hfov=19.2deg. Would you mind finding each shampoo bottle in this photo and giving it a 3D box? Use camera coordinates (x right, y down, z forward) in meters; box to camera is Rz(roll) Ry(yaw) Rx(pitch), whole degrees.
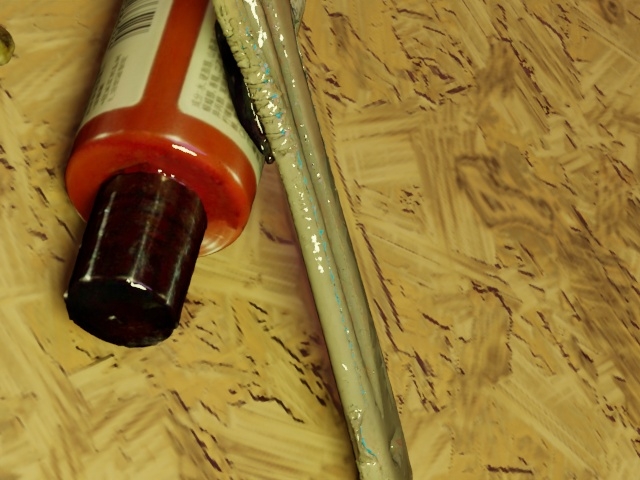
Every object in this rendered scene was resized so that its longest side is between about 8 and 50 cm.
[{"bbox_3d":[-0.079,-0.065,1.055,0.104,0.104,0.278,29,49,-19],"label":"shampoo bottle"}]

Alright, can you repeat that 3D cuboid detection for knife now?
[{"bbox_3d":[-0.006,0.000,1.019,0.089,0.043,0.365,-42,121,-60],"label":"knife"}]

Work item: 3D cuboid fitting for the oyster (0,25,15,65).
[{"bbox_3d":[-0.317,-0.103,0.915,0.361,0.096,0.221,15,62,-27],"label":"oyster"}]
